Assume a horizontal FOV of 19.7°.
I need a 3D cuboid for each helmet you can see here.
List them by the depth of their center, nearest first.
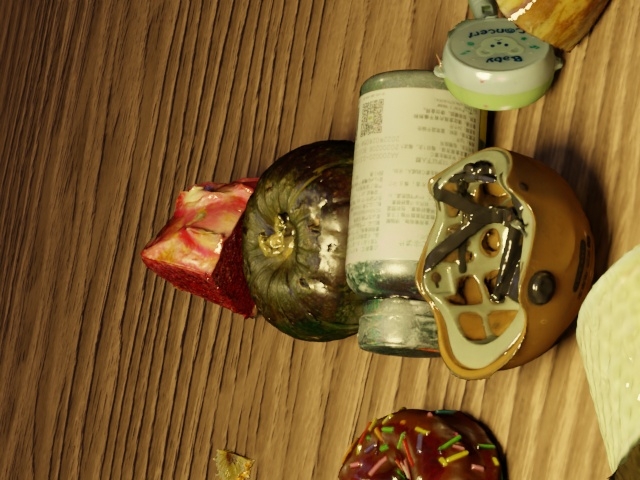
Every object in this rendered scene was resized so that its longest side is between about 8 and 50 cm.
[{"bbox_3d":[0.192,0.022,1.787,0.198,0.130,0.224,-178,88,-65],"label":"helmet"}]

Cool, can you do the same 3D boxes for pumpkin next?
[{"bbox_3d":[-0.002,-0.001,2.108,0.238,0.159,0.238,-25,59,51],"label":"pumpkin"}]

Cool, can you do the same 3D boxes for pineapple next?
[{"bbox_3d":[-0.113,0.292,2.349,0.083,0.019,0.045,14,90,58],"label":"pineapple"}]

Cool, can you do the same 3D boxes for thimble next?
[{"bbox_3d":[0.330,0.101,1.377,0.271,0.270,0.150,-50,38,41],"label":"thimble"}]

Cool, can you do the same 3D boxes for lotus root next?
[{"bbox_3d":[0.246,-0.256,1.838,0.135,0.095,0.159,-50,0,34],"label":"lotus root"}]

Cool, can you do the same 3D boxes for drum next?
[{"bbox_3d":[0.197,-0.224,1.936,0.253,0.130,0.049,-72,-17,-50],"label":"drum"}]

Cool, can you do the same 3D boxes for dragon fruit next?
[{"bbox_3d":[-0.128,-0.011,2.268,0.161,0.126,0.274,-64,-16,-8],"label":"dragon fruit"}]

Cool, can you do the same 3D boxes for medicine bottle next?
[{"bbox_3d":[0.100,-0.025,1.952,0.141,0.141,0.293,-13,69,59],"label":"medicine bottle"}]

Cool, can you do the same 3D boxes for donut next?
[{"bbox_3d":[0.092,0.278,1.888,0.216,0.096,0.230,-7,64,57],"label":"donut"}]
